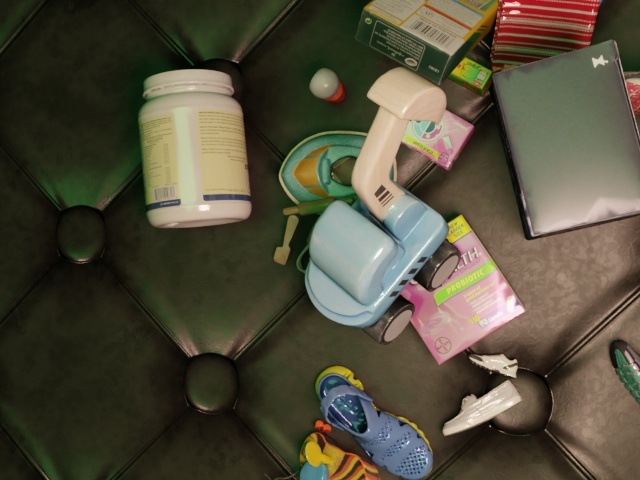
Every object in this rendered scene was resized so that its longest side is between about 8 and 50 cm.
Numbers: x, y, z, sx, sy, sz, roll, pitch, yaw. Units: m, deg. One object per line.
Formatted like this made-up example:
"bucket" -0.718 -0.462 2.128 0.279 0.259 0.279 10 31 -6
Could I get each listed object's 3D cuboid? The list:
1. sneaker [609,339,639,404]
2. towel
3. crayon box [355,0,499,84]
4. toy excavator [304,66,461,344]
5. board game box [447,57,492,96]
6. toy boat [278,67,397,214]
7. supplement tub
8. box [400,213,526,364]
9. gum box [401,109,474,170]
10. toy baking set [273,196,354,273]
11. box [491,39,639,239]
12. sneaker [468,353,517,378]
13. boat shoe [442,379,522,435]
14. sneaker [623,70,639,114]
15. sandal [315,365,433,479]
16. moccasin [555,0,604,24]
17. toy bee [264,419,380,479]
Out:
"sneaker" 0.685 0.288 1.544 0.098 0.083 0.223 -30 87 -9
"towel" 0.459 -0.456 1.542 0.199 0.031 0.274 15 123 19
"crayon box" 0.243 -0.473 1.583 0.203 0.083 0.323 32 52 13
"toy excavator" 0.108 -0.047 1.378 0.222 0.445 0.433 40 93 27
"board game box" 0.282 -0.379 1.631 0.181 0.092 0.043 32 97 12
"toy boat" 0.027 -0.213 1.662 0.268 0.148 0.317 -6 88 14
"supplement tub" -0.283 -0.198 1.693 0.236 0.235 0.324 -6 88 14
"box" 0.281 0.102 1.612 0.214 0.117 0.242 -33 81 11
"gum box" 0.230 -0.248 1.657 0.188 0.062 0.107 32 96 12
"toy baking set" 0.000 -0.006 1.676 0.257 0.030 0.196 -5 123 17
"box" 0.463 -0.164 1.429 0.212 0.395 0.293 -14 86 13
"sneaker" 0.374 0.263 1.632 0.109 0.040 0.043 18 77 10
"boat shoe" 0.339 0.360 1.624 0.184 0.066 0.063 -31 68 14
"sneaker" 0.689 -0.321 1.491 0.299 0.121 0.111 -9 80 -20
"sandal" 0.106 0.408 1.641 0.317 0.138 0.126 36 95 10
"moccasin" 0.552 -0.531 1.549 0.137 0.117 0.342 46 123 -3
"toy bee" 0.007 0.477 1.653 0.299 0.195 0.162 5 66 24
